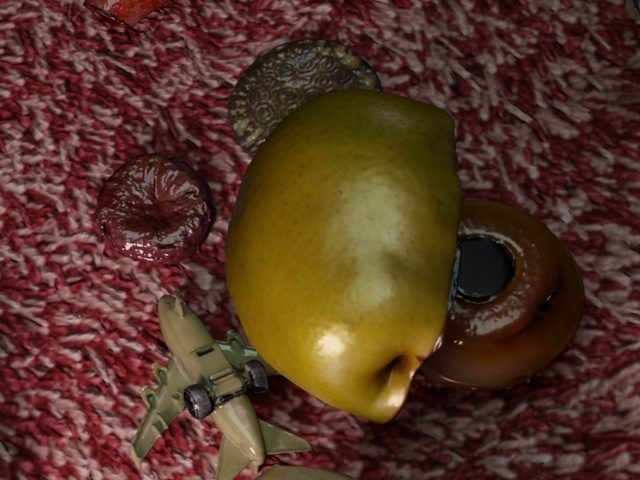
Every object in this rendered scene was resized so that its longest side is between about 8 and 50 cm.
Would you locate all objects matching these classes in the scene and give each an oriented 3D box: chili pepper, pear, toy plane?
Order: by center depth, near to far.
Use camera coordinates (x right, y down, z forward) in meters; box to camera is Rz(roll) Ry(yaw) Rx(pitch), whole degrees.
[{"bbox_3d":[0.000,0.000,1.583,0.191,0.340,0.386,16,31,-15],"label":"pear"},{"bbox_3d":[-0.121,0.157,1.694,0.242,0.104,0.256,-23,67,-18],"label":"toy plane"},{"bbox_3d":[-0.221,-0.353,1.972,0.086,0.084,0.192,43,82,9],"label":"chili pepper"}]

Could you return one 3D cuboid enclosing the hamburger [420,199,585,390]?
[{"bbox_3d":[0.180,0.057,1.656,0.237,0.147,0.236,-1,68,3],"label":"hamburger"}]

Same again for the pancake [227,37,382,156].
[{"bbox_3d":[-0.019,-0.174,1.878,0.199,0.021,0.199,-4,63,9],"label":"pancake"}]

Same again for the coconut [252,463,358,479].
[{"bbox_3d":[-0.017,0.342,1.490,0.247,0.245,0.245,19,69,17],"label":"coconut"}]

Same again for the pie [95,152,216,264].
[{"bbox_3d":[-0.202,-0.040,1.835,0.154,0.038,0.153,-3,64,7],"label":"pie"}]

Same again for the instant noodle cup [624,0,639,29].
[{"bbox_3d":[0.495,-0.260,1.715,0.296,0.214,0.296,-5,63,9],"label":"instant noodle cup"}]
